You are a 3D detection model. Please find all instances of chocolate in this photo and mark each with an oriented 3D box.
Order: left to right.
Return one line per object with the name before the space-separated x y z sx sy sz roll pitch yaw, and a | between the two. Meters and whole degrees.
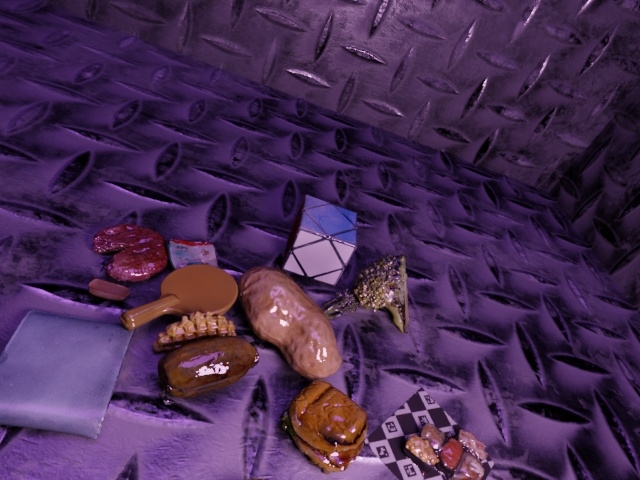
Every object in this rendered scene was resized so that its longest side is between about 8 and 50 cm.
chocolate | -0.564 0.136 1.149 0.101 0.031 0.064 19 19 -16

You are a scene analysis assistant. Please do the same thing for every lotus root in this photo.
lotus root | -0.272 0.299 1.046 0.241 0.124 0.122 -8 59 -36

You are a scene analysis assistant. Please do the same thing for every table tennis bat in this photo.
table tennis bat | -0.370 0.152 1.150 0.198 0.050 0.321 40 42 26

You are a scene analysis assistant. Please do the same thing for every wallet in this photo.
wallet | -0.573 0.278 0.952 0.252 0.054 0.290 15 36 -17

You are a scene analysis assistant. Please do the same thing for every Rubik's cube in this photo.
Rubik's cube | 0.000 0.000 1.506 0.205 0.207 0.205 18 36 -9

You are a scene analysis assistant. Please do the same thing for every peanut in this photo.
peanut | -0.092 0.222 1.206 0.387 0.169 0.192 43 24 20

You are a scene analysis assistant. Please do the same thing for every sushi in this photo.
sushi | 0.313 0.550 1.147 0.292 0.059 0.294 43 40 22

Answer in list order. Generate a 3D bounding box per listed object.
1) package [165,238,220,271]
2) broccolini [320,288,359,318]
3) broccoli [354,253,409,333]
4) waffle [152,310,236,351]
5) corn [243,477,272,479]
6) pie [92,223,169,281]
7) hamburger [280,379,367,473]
package | -0.367 0.088 1.289 0.166 0.040 0.231 9 47 -38
broccolini | 0.048 0.216 1.390 0.203 0.068 0.091 -22 77 -44
broccoli | 0.202 0.178 1.455 0.181 0.272 0.242 0 17 19
waffle | -0.317 0.248 1.119 0.192 0.161 0.046 33 20 -47
corn | -0.014 0.575 0.865 0.345 0.131 0.131 21 37 -6
pie | -0.550 0.034 1.265 0.205 0.054 0.218 -2 43 -33
hamburger | 0.022 0.439 1.052 0.206 0.129 0.183 39 36 21
